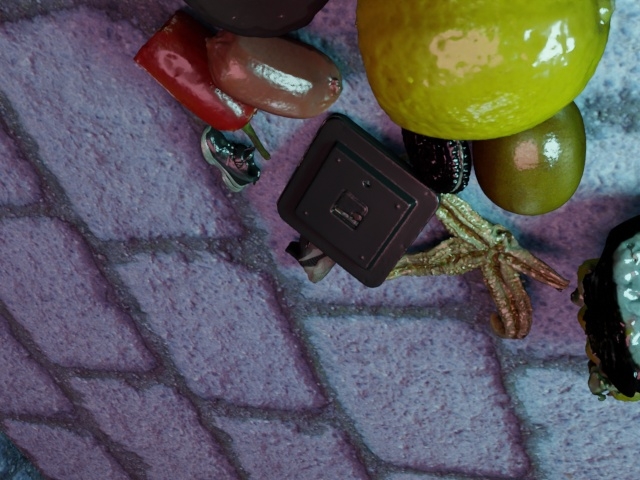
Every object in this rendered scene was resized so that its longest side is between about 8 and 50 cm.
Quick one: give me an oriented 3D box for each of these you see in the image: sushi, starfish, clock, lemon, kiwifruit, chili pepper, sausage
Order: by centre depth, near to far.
[{"bbox_3d":[0.250,-0.311,1.271,0.364,0.364,0.364,14,138,13],"label":"lemon"},{"bbox_3d":[0.349,-0.160,1.496,0.196,0.196,0.234,3,130,23],"label":"kiwifruit"},{"bbox_3d":[-0.088,-0.297,1.584,0.255,0.148,0.148,23,143,-26],"label":"sausage"},{"bbox_3d":[0.602,0.120,1.597,0.285,0.328,0.328,135,117,-74],"label":"sushi"},{"bbox_3d":[-0.183,-0.274,1.679,0.131,0.134,0.338,-34,112,29],"label":"chili pepper"},{"bbox_3d":[0.065,-0.070,1.744,0.279,0.049,0.273,38,126,9],"label":"clock"},{"bbox_3d":[0.282,0.030,1.810,0.432,0.082,0.324,31,140,-2],"label":"starfish"}]

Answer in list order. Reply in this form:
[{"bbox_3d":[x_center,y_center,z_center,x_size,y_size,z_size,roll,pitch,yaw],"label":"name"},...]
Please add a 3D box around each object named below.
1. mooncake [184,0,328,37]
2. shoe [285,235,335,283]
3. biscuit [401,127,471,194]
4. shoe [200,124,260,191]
[{"bbox_3d":[-0.103,-0.469,1.431,0.283,0.141,0.283,7,135,7],"label":"mooncake"},{"bbox_3d":[0.000,0.000,1.910,0.112,0.099,0.227,34,139,1],"label":"shoe"},{"bbox_3d":[0.203,-0.170,1.583,0.053,0.194,0.194,-20,138,-16],"label":"biscuit"},{"bbox_3d":[-0.172,-0.174,1.829,0.099,0.071,0.169,-9,133,29],"label":"shoe"}]
